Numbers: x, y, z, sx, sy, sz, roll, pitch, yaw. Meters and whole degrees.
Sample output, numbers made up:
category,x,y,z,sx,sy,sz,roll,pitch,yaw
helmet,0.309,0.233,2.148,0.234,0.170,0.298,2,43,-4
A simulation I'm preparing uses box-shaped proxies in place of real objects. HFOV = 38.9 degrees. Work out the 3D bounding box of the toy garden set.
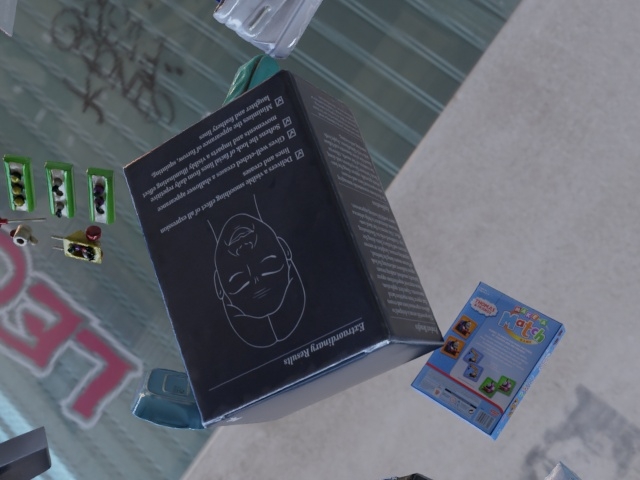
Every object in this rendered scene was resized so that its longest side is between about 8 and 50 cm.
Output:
category,x,y,z,sx,sy,sz,roll,pitch,yaw
toy garden set,-0.471,-0.045,1.521,0.244,0.203,0.049,8,-135,-3

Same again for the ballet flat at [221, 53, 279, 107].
category,x,y,z,sx,sy,sz,roll,pitch,yaw
ballet flat,-0.151,-0.240,1.700,0.083,0.247,0.087,37,150,-29

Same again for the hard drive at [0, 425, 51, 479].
category,x,y,z,sx,sy,sz,roll,pitch,yaw
hard drive,-0.750,0.535,2.103,0.255,0.172,0.054,-22,-121,-25

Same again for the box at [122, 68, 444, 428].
category,x,y,z,sx,sy,sz,roll,pitch,yaw
box,-0.054,0.020,1.263,0.212,0.294,0.395,16,-130,-62

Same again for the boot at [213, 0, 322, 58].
category,x,y,z,sx,sy,sz,roll,pitch,yaw
boot,-0.038,-0.374,1.183,0.123,0.258,0.095,28,-169,-18

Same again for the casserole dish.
category,x,y,z,sx,sy,sz,roll,pitch,yaw
casserole dish,-0.212,0.225,1.313,0.114,0.037,0.188,12,-173,-8

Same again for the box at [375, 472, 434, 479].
category,x,y,z,sx,sy,sz,roll,pitch,yaw
box,0.043,0.488,1.222,0.079,0.322,0.257,32,147,-20

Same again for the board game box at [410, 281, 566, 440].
category,x,y,z,sx,sy,sz,roll,pitch,yaw
board game box,0.269,0.190,1.458,0.160,0.211,0.039,29,170,35

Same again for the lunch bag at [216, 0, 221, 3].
category,x,y,z,sx,sy,sz,roll,pitch,yaw
lunch bag,-0.120,-0.443,1.491,0.151,0.128,0.096,18,164,-41

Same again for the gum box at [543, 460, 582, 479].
category,x,y,z,sx,sy,sz,roll,pitch,yaw
gum box,0.297,0.398,1.152,0.041,0.184,0.157,39,-177,-28

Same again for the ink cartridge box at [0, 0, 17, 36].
category,x,y,z,sx,sy,sz,roll,pitch,yaw
ink cartridge box,-0.647,-0.491,1.386,0.385,0.091,0.308,32,-144,-41
